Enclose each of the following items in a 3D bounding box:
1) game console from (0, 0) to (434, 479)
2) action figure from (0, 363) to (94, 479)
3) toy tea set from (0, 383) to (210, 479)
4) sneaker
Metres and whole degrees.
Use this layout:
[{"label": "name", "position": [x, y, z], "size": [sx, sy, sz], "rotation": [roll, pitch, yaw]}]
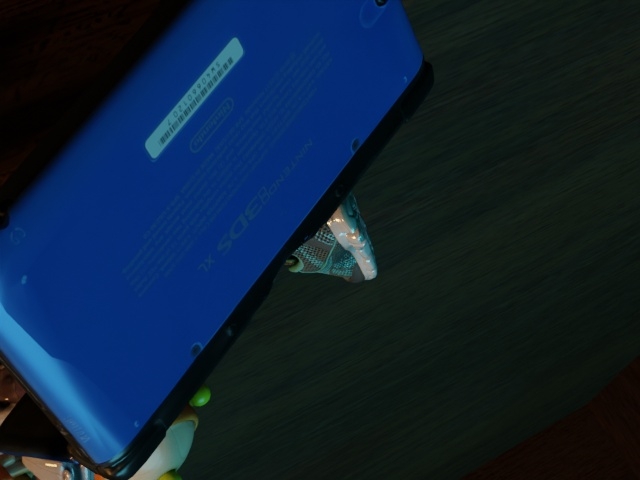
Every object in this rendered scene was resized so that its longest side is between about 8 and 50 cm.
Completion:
[{"label": "game console", "position": [-0.092, -0.035, 0.870], "size": [0.293, 0.173, 0.250], "rotation": [-53, 140, -22]}, {"label": "action figure", "position": [-0.197, 0.105, 1.061], "size": [0.285, 0.099, 0.185], "rotation": [-28, -155, 18]}, {"label": "toy tea set", "position": [-0.234, 0.213, 1.287], "size": [0.336, 0.124, 0.200], "rotation": [-46, 161, 25]}, {"label": "sneaker", "position": [0.000, 0.000, 1.298], "size": [0.076, 0.065, 0.166], "rotation": [-18, 161, 4]}]
